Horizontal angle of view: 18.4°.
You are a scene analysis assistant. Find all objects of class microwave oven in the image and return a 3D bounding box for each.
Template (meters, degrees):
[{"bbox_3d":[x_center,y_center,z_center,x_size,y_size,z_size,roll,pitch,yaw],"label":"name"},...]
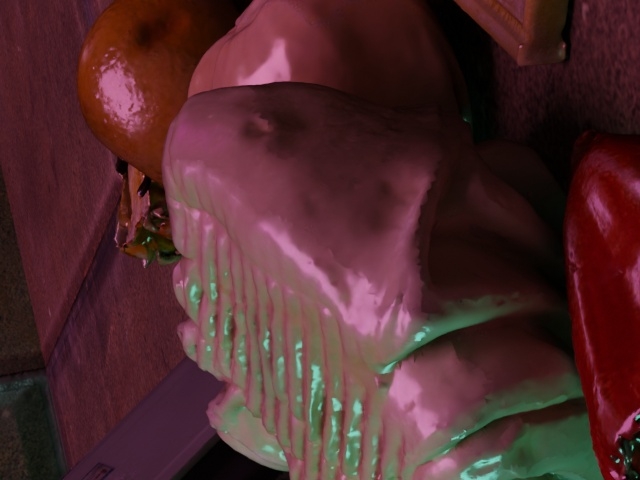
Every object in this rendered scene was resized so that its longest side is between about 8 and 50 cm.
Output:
[{"bbox_3d":[-0.080,0.222,1.661,0.181,0.295,0.237,52,161,-18],"label":"microwave oven"}]

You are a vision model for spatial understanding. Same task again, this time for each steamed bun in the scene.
[{"bbox_3d":[0.065,0.053,1.287,0.352,0.247,0.339,32,143,36],"label":"steamed bun"}]

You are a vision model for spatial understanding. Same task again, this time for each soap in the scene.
[{"bbox_3d":[0.104,-0.213,1.350,0.252,0.037,0.092,-124,28,-52],"label":"soap"}]

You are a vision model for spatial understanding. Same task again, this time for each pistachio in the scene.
[{"bbox_3d":[0.015,-0.074,1.479,0.214,0.193,0.318,11,132,26],"label":"pistachio"}]

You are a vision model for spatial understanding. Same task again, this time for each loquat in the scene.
[{"bbox_3d":[-0.129,-0.145,1.830,0.213,0.213,0.213,170,90,-73],"label":"loquat"}]

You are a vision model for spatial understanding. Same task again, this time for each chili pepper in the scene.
[{"bbox_3d":[0.189,0.017,1.107,0.144,0.136,0.253,58,-167,-50],"label":"chili pepper"}]

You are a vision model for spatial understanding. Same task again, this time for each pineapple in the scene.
[{"bbox_3d":[-0.163,-0.088,2.180,0.186,0.114,0.236,-120,36,-49],"label":"pineapple"}]
